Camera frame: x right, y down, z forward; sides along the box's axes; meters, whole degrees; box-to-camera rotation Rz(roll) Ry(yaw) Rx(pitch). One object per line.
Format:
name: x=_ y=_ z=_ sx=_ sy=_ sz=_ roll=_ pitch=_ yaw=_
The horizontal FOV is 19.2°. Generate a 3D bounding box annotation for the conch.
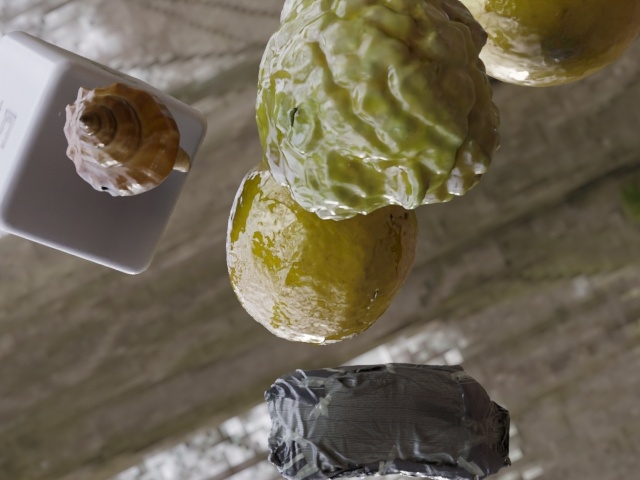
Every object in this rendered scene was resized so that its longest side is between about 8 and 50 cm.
conch: x=-0.173 y=-0.079 z=1.724 sx=0.330 sy=0.109 sz=0.093 roll=55 pitch=-135 yaw=-77

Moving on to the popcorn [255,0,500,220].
popcorn: x=0.047 y=-0.144 z=1.617 sx=0.237 sy=0.206 sz=0.251 roll=-20 pitch=-75 yaw=-60

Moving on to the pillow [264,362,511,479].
pillow: x=0.093 y=0.241 z=2.476 sx=0.092 sy=0.335 sz=0.161 roll=150 pitch=119 yaw=-73

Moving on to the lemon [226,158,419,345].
lemon: x=0.000 y=0.000 z=1.983 sx=0.260 sy=0.204 sz=0.204 roll=108 pitch=151 yaw=-43

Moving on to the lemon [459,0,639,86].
lemon: x=0.300 y=-0.346 z=2.566 sx=0.297 sy=0.297 sz=0.297 roll=62 pitch=-173 yaw=-13

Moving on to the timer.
timer: x=-0.268 y=-0.097 z=2.064 sx=0.192 sy=0.194 sz=0.195 roll=21 pitch=-174 yaw=-31
